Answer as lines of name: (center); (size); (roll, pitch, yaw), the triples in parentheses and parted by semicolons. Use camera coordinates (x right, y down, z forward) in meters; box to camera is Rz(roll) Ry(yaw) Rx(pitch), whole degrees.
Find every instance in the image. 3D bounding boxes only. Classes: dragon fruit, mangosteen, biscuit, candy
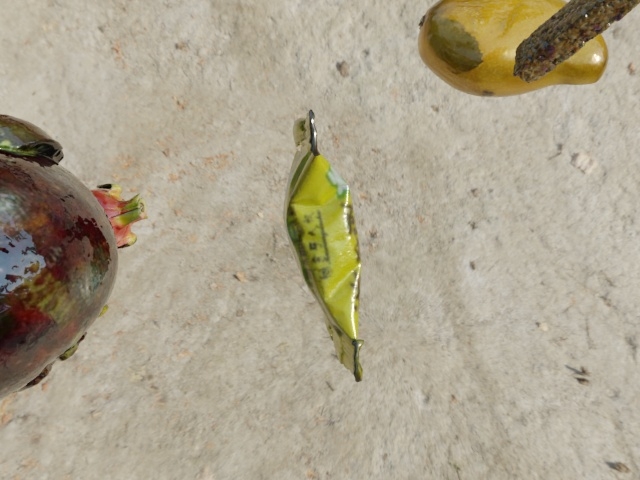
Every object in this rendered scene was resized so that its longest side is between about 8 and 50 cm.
dragon fruit: (-0.254, -0.022, 0.590); (0.116, 0.081, 0.086); (-2, 91, 10)
mangosteen: (-0.293, -0.011, 0.386); (0.231, 0.231, 0.289); (-23, 102, 3)
biscuit: (0.293, -0.247, 0.536); (0.034, 0.199, 0.064); (33, 52, -18)
candy: (0.000, 0.000, 0.605); (0.081, 0.187, 0.297); (-9, 103, -8)

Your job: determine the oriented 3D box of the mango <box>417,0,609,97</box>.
mango: (0.266, -0.275, 0.722); (0.262, 0.109, 0.157); (10, 76, -2)
